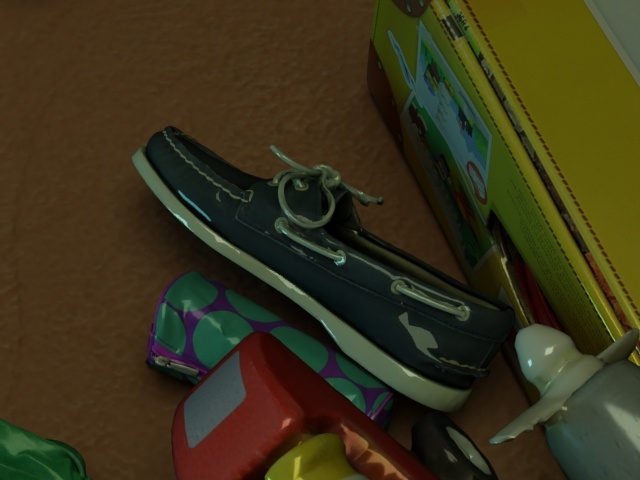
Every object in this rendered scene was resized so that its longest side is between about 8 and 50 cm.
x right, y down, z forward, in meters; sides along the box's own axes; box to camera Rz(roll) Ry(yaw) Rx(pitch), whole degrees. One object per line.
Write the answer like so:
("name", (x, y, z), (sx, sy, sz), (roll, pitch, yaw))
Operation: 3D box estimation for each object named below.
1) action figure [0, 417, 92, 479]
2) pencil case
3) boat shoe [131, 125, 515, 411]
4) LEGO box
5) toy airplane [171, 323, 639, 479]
("action figure", (-0.218, 0.135, 1.116), (0.232, 0.063, 0.137), (14, 60, 8))
("pencil case", (-0.030, 0.080, 1.157), (0.152, 0.064, 0.070), (28, 48, 12))
("boat shoe", (0.000, 0.000, 1.168), (0.254, 0.095, 0.079), (38, 105, 20))
("LEGO box", (0.299, 0.001, 1.147), (0.372, 0.193, 0.500), (-19, 65, -13))
("toy airplane", (0.051, 0.223, 0.916), (0.384, 0.272, 0.386), (0, 70, 33))
